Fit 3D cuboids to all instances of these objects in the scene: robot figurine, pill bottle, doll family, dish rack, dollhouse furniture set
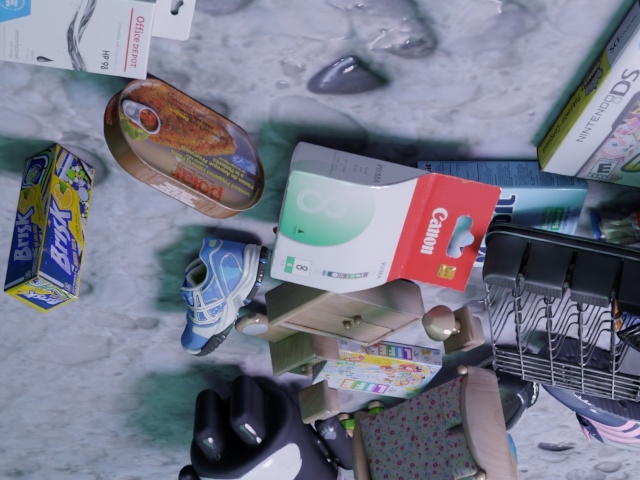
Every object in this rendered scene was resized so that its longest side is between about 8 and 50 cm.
[{"bbox_3d":[-0.075,0.318,1.782,0.209,0.173,0.278,6,139,45],"label":"robot figurine"},{"bbox_3d":[0.467,0.180,1.700,0.120,0.067,0.067,24,138,-31],"label":"pill bottle"},{"bbox_3d":[0.420,0.055,1.471,0.163,0.118,0.263,-11,144,15],"label":"doll family"},{"bbox_3d":[0.289,0.095,1.444,0.208,0.074,0.271,13,151,19],"label":"dish rack"},{"bbox_3d":[0.043,0.222,1.482,0.173,0.356,0.303,18,144,-42],"label":"dollhouse furniture set"}]

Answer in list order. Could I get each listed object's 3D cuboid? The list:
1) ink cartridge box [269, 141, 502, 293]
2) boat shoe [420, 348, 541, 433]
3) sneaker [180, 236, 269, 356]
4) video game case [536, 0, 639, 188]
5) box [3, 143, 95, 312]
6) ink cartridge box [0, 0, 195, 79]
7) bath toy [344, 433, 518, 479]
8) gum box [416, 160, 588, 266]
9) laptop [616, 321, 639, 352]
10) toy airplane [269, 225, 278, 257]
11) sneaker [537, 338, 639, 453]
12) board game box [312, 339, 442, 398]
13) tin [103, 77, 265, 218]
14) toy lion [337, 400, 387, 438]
[{"bbox_3d":[0.066,-0.007,1.370,0.224,0.056,0.181,14,138,1],"label":"ink cartridge box"},{"bbox_3d":[0.178,0.259,1.743,0.114,0.091,0.302,43,121,0],"label":"boat shoe"},{"bbox_3d":[-0.134,0.064,1.531,0.081,0.080,0.211,21,134,-12],"label":"sneaker"},{"bbox_3d":[0.395,-0.132,1.274,0.274,0.035,0.248,9,144,-13],"label":"video game case"},{"bbox_3d":[-0.285,-0.013,1.323,0.054,0.169,0.059,-23,140,30],"label":"box"},{"bbox_3d":[-0.204,-0.207,1.137,0.180,0.060,0.104,6,144,-10],"label":"ink cartridge box"},{"bbox_3d":[0.123,0.364,1.924,0.348,0.129,0.151,-16,105,18],"label":"bath toy"},{"bbox_3d":[0.196,-0.027,1.419,0.184,0.041,0.157,1,146,0],"label":"gum box"},{"bbox_3d":[0.458,0.025,1.350,0.264,0.137,0.234,-27,149,24],"label":"laptop"},{"bbox_3d":[0.000,0.000,1.469,0.151,0.028,0.151,1,146,0],"label":"toy airplane"},{"bbox_3d":[0.388,0.235,1.740,0.319,0.112,0.131,26,135,-31],"label":"sneaker"},{"bbox_3d":[0.076,0.175,1.725,0.154,0.026,0.103,10,145,-15],"label":"board game box"},{"bbox_3d":[-0.137,-0.090,1.269,0.189,0.106,0.040,29,136,-35],"label":"tin"},{"bbox_3d":[0.078,0.279,1.877,0.100,0.034,0.096,-27,144,33],"label":"toy lion"}]
